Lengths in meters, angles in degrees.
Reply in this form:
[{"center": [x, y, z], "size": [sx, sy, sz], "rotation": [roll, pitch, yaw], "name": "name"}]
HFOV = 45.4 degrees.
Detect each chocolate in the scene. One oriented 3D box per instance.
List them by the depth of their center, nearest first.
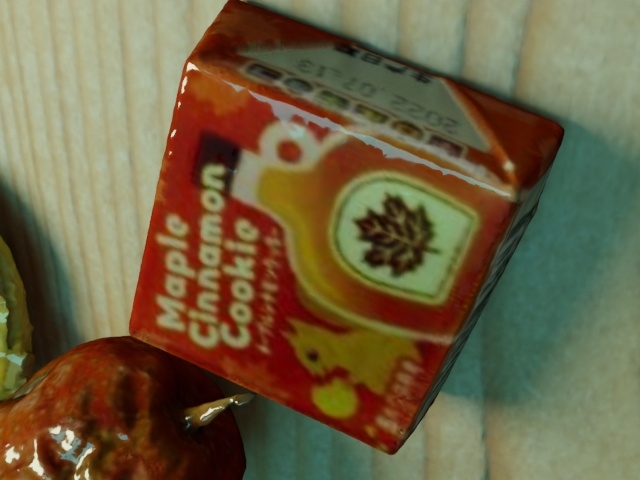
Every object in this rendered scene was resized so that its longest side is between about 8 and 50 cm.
[{"center": [0.000, 0.000, 0.498], "size": [0.235, 0.108, 0.237], "rotation": [24, 122, 7], "name": "chocolate"}]

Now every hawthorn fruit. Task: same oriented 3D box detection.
[{"center": [-0.138, 0.157, 0.570], "size": [0.243, 0.207, 0.207], "rotation": [-36, 100, 25], "name": "hawthorn fruit"}]

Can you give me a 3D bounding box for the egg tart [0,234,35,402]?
[{"center": [-0.406, 0.049, 0.641], "size": [0.341, 0.132, 0.341], "rotation": [8, 118, 16], "name": "egg tart"}]
